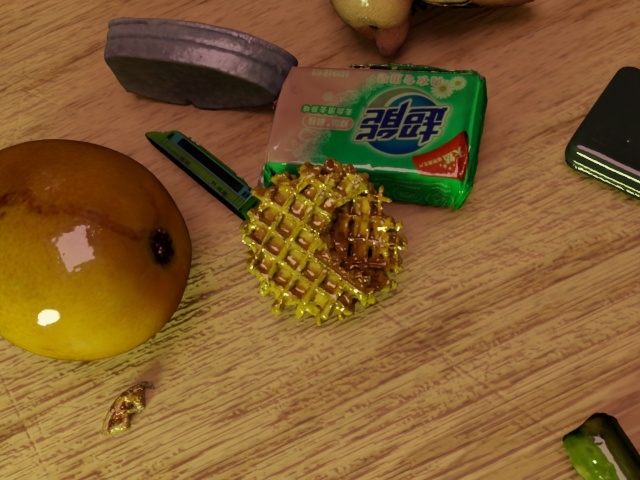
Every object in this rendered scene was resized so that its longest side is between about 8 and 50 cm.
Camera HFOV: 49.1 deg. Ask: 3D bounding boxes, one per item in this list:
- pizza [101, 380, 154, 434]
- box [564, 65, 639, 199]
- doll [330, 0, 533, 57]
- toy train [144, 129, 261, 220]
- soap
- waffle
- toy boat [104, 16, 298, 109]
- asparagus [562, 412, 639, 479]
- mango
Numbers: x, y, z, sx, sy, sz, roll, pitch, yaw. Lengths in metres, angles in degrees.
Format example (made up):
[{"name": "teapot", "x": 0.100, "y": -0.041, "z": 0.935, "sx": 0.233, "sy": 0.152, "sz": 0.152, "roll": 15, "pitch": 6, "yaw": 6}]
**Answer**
[{"name": "pizza", "x": -0.238, "y": 0.206, "z": 0.859, "sx": 0.037, "sy": 0.016, "sz": 0.083, "roll": 36, "pitch": 75, "yaw": 18}, {"name": "box", "x": 0.436, "y": -0.110, "z": 0.855, "sx": 0.230, "sy": 0.050, "sz": 0.160, "roll": 31, "pitch": 75, "yaw": 23}, {"name": "doll", "x": 0.152, "y": -0.336, "z": 0.994, "sx": 0.303, "sy": 0.156, "sz": 0.201, "roll": 4, "pitch": 23, "yaw": -6}, {"name": "toy train", "x": -0.164, "y": -0.104, "z": 0.977, "sx": 0.209, "sy": 0.044, "sz": 0.042, "roll": 39, "pitch": 78, "yaw": 24}, {"name": "soap", "x": 0.071, "y": -0.133, "z": 0.916, "sx": 0.274, "sy": 0.098, "sz": 0.217, "roll": 7, "pitch": 73, "yaw": 17}, {"name": "waffle", "x": 0.000, "y": 0.000, "z": 0.838, "sx": 0.197, "sy": 0.070, "sz": 0.193, "roll": -31, "pitch": 84, "yaw": 17}, {"name": "toy boat", "x": -0.172, "y": -0.253, "z": 1.004, "sx": 0.283, "sy": 0.127, "sz": 0.078, "roll": 11, "pitch": 68, "yaw": 14}, {"name": "asparagus", "x": 0.334, "y": 0.301, "z": 0.677, "sx": 0.067, "sy": 0.060, "sz": 0.277, "roll": -16, "pitch": 61, "yaw": -18}, {"name": "mango", "x": -0.330, "y": 0.000, "z": 0.868, "sx": 0.378, "sy": 0.221, "sz": 0.263, "roll": 16, "pitch": 72, "yaw": 27}]
